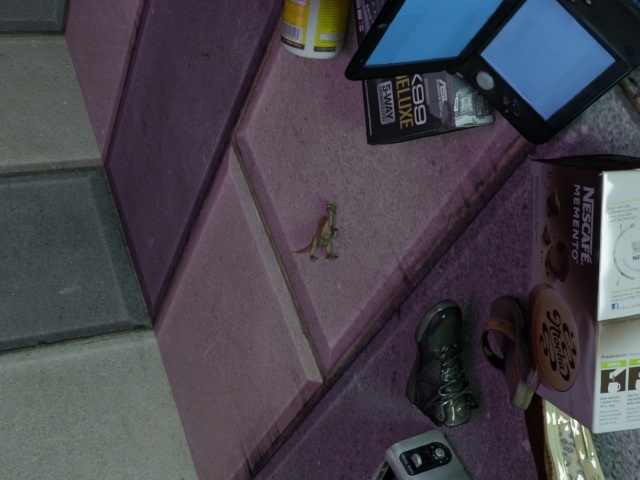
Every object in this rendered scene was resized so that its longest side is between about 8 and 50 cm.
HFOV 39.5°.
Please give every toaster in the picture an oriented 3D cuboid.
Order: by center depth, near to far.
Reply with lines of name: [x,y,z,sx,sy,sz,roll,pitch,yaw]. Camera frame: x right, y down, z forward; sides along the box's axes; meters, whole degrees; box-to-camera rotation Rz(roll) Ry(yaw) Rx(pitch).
toaster: [0.172,0.438,1.499,0.168,0.110,0.185,61,146,36]

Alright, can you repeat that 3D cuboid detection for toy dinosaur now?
toy dinosaur: [0.000,0.000,1.791,0.183,0.053,0.092,-55,34,43]

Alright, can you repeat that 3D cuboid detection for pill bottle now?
pill bottle: [-0.003,-0.442,1.592,0.117,0.117,0.214,46,135,48]

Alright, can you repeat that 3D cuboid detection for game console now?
game console: [0.204,-0.218,1.067,0.250,0.173,0.293,46,157,3]

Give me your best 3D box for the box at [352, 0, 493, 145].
box: [0.150,-0.312,1.381,0.242,0.077,0.307,0,96,62]

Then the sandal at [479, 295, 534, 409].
sandal: [0.254,0.151,1.247,0.219,0.060,0.089,-85,2,-56]

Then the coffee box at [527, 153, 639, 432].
coffee box: [0.334,0.053,1.049,0.168,0.119,0.297,-143,51,-72]

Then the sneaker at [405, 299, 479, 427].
sneaker: [0.204,0.205,1.409,0.130,0.087,0.227,47,140,45]

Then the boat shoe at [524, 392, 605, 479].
boat shoe: [0.336,0.277,1.196,0.104,0.089,0.285,99,163,-84]
